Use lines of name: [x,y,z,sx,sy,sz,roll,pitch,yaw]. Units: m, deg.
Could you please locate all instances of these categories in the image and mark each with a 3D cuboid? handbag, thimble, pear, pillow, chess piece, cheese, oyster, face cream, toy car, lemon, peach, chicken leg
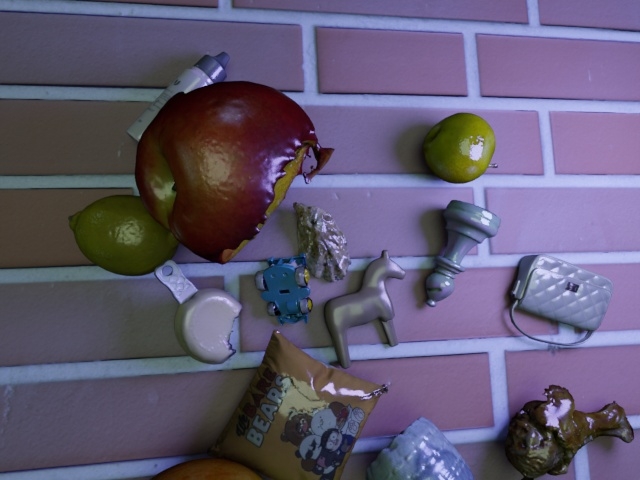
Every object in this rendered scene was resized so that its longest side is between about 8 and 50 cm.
handbag: [0.624,0.167,1.052,0.256,0.079,0.219,18,85,-4]
thimble: [0.207,0.508,0.870,0.205,0.250,0.172,-38,60,-10]
pear: [0.371,-0.221,1.027,0.216,0.166,0.180,29,67,-26]
pillow: [-0.045,0.407,0.911,0.312,0.119,0.310,28,87,-3]
chess piece: [0.333,0.044,1.011,0.139,0.139,0.271,25,91,-4]
cheese: [-0.284,0.167,0.891,0.249,0.071,0.163,38,69,-30]
oyster: [0.009,0.003,0.990,0.133,0.072,0.209,-7,87,-5]
face cream: [-0.329,-0.344,0.973,0.092,0.092,0.311,38,79,-2]
toy car: [-0.072,0.115,0.968,0.126,0.098,0.161,-8,115,18]
lemon: [-0.424,-0.012,0.878,0.248,0.184,0.184,8,83,1]
peach: [-0.191,-0.160,0.825,0.310,0.335,0.406,40,50,-7]
chicken leg: [0.605,0.453,0.993,0.361,0.140,0.211,-16,107,-19]

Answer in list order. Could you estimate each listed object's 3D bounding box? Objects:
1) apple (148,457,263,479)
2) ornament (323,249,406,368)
apple: [-0.220,0.593,0.759,0.339,0.339,0.339,1,84,-8]
ornament: [0.120,0.161,0.990,0.230,0.061,0.245,-15,90,-10]
